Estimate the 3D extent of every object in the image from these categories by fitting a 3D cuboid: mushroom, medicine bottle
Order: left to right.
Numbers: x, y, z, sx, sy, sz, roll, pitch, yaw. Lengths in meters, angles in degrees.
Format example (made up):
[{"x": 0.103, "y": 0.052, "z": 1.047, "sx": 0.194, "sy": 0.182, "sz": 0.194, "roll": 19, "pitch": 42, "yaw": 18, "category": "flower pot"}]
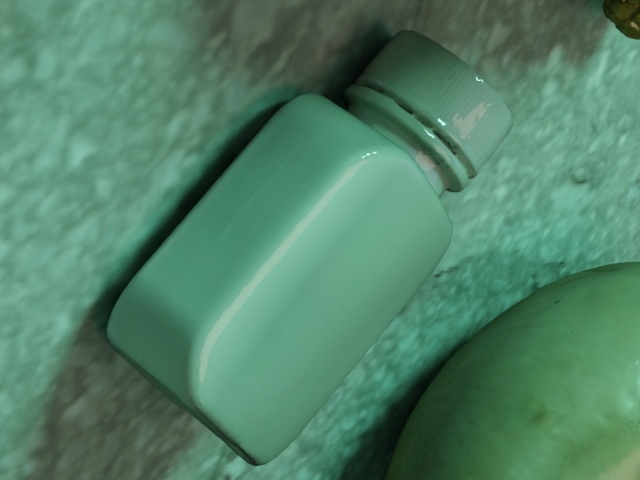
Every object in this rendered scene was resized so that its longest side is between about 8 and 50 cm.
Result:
[{"x": 0.000, "y": 0.000, "z": 0.802, "sx": 0.183, "sy": 0.069, "sz": 0.119, "roll": -49, "pitch": 148, "yaw": -7, "category": "medicine bottle"}, {"x": 0.183, "y": 0.170, "z": 1.005, "sx": 0.292, "sy": 0.290, "sz": 0.292, "roll": -38, "pitch": 145, "yaw": -34, "category": "mushroom"}]

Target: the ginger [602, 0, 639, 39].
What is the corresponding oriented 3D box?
[{"x": 0.181, "y": -0.177, "z": 0.863, "sx": 0.115, "sy": 0.081, "sz": 0.205, "roll": -8, "pitch": 128, "yaw": -55, "category": "ginger"}]
